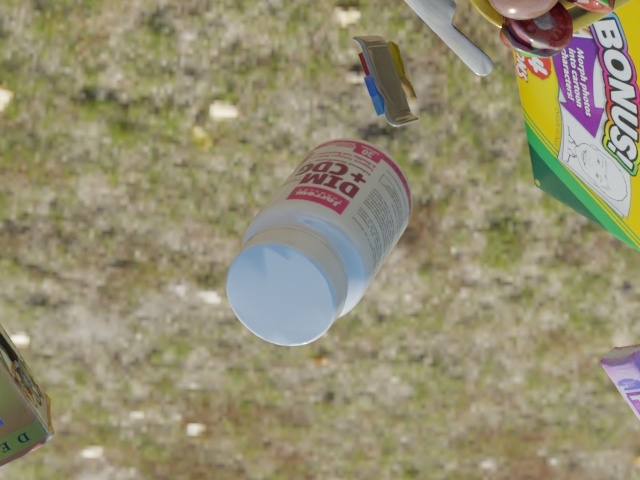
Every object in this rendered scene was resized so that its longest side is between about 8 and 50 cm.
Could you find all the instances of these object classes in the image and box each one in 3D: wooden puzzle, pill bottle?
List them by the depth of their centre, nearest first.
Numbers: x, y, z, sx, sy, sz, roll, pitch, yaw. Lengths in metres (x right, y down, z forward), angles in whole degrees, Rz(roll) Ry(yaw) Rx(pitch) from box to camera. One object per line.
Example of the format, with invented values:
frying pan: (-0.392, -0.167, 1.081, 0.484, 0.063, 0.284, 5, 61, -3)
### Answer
wooden puzzle: (0.047, -0.118, 1.096, 0.014, 0.079, 0.116, -24, 174, 19)
pill bottle: (0.000, 0.000, 1.781, 0.160, 0.283, 0.160, 9, 119, 16)

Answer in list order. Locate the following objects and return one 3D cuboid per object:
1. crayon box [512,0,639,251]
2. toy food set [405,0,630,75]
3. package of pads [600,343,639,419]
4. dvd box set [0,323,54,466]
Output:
crayon box: (0.302, -0.147, 1.317, 0.106, 0.313, 0.363, -30, 130, -17)
toy food set: (0.162, -0.177, 0.951, 0.218, 0.071, 0.128, -31, 123, 15)
package of pads: (0.296, 0.132, 1.342, 0.083, 0.032, 0.050, 55, 154, -9)
dvd box set: (-0.382, 0.013, 0.821, 0.307, 0.062, 0.420, -26, 119, 2)
